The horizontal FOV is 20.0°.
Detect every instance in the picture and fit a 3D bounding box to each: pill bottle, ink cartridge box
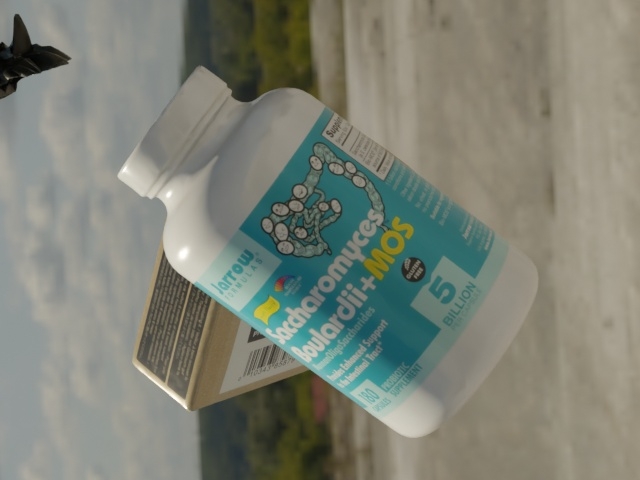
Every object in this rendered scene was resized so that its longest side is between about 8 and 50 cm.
[{"bbox_3d":[0.000,0.000,1.185,0.146,0.264,0.146,-54,4,6],"label":"pill bottle"},{"bbox_3d":[-0.037,0.026,1.592,0.088,0.235,0.193,38,126,31],"label":"ink cartridge box"}]

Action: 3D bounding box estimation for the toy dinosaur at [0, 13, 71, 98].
[{"bbox_3d":[-0.296,-0.191,1.293,0.322,0.164,0.218,-22,98,53],"label":"toy dinosaur"}]
